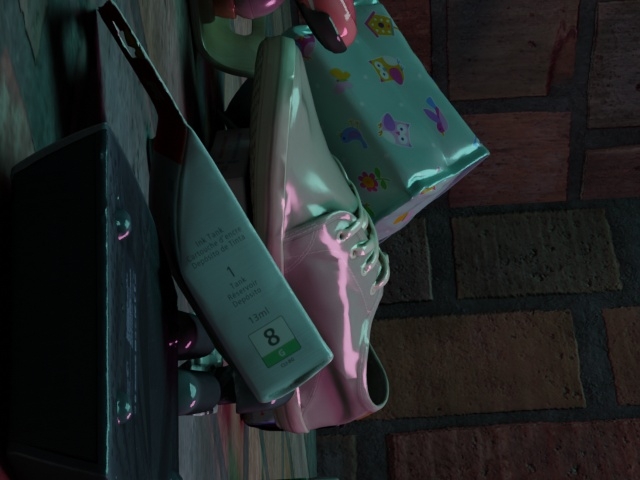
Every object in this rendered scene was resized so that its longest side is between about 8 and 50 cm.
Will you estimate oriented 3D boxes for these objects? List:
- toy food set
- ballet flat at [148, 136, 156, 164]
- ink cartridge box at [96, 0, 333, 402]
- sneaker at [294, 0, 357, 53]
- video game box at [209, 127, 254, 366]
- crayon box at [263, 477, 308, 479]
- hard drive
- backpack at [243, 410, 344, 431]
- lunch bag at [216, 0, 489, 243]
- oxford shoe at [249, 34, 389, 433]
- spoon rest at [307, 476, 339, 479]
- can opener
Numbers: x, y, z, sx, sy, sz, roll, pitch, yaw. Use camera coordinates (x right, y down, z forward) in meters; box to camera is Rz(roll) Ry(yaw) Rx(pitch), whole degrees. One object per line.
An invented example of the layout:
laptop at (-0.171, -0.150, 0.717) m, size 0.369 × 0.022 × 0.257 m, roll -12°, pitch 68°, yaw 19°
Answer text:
toy food set at (-0.082, -0.337, 1.610) m, size 0.220 × 0.092 × 0.306 m, roll -90°, pitch 177°, yaw -56°
ballet flat at (-0.103, -0.036, 1.262) m, size 0.114 × 0.041 × 0.041 m, roll 84°, pitch 3°, yaw -45°
ink cartridge box at (-0.083, -0.025, 0.957) m, size 0.224 × 0.056 × 0.181 m, roll 57°, pitch -6°, yaw -10°
sneaker at (0.019, -0.333, 1.569) m, size 0.116 × 0.136 × 0.314 m, roll 47°, pitch 34°, yaw -77°
video game box at (-0.083, 0.010, 1.677) m, size 0.187 × 0.048 × 0.205 m, roll -93°, pitch 179°, yaw -72°
crayon box at (-0.040, 0.383, 1.785) m, size 0.278 × 0.081 × 0.165 m, roll 84°, pitch 3°, yaw -58°
hard drive at (-0.104, 0.061, 0.811) m, size 0.254 × 0.054 × 0.172 m, roll 83°, pitch 4°, yaw -72°
backpack at (-0.032, 0.172, 1.904) m, size 0.105 × 0.114 × 0.084 m, roll 137°, pitch -51°, yaw -89°
lunch bag at (0.011, -0.096, 1.782) m, size 0.223 × 0.160 × 0.262 m, roll 56°, pitch -39°, yaw 5°
oxford shoe at (0.000, 0.000, 1.627) m, size 0.169 × 0.130 × 0.449 m, roll -86°, pitch 172°, yaw -55°
spoon rest at (-0.038, 0.432, 2.131) m, size 0.137 × 0.084 × 0.276 m, roll 55°, pitch 45°, yaw -84°
can opener at (-0.070, 0.085, 1.174) m, size 0.283 × 0.095 × 0.076 m, roll 68°, pitch 18°, yaw -85°
